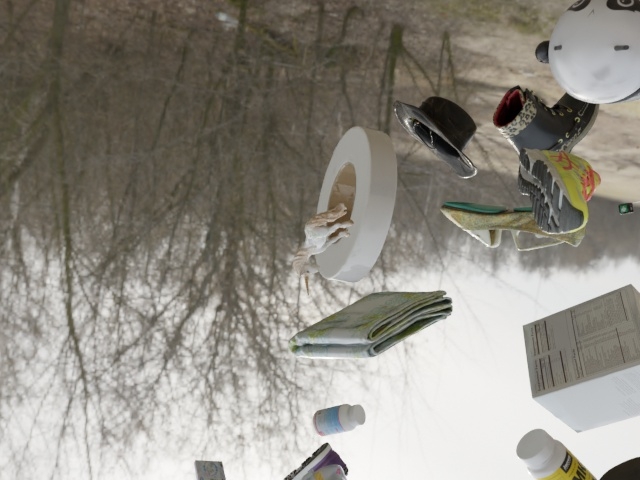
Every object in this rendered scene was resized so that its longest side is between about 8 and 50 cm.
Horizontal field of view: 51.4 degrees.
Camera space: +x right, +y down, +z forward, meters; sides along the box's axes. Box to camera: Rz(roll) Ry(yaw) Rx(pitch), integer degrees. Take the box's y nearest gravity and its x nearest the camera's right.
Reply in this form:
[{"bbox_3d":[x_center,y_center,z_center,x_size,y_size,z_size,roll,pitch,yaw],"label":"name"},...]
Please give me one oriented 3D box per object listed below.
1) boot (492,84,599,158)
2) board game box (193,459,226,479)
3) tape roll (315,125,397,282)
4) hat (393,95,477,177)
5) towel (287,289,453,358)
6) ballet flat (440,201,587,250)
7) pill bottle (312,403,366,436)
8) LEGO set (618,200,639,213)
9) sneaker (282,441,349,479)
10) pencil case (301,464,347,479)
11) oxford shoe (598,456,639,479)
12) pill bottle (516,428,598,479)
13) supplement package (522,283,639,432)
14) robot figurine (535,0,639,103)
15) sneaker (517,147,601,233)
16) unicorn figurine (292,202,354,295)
[{"bbox_3d":[0.443,-0.253,1.295,0.179,0.236,0.085,39,171,-36],"label":"boot"},{"bbox_3d":[-0.336,0.713,2.029,0.090,0.020,0.090,14,-152,-28],"label":"board game box"},{"bbox_3d":[0.079,-0.089,1.654,0.072,0.391,0.392,11,-175,-16],"label":"tape roll"},{"bbox_3d":[0.378,-0.343,2.014,0.331,0.134,0.331,43,178,2],"label":"hat"},{"bbox_3d":[0.129,0.220,1.785,0.321,0.090,0.375,-20,-177,-34],"label":"towel"},{"bbox_3d":[0.447,-0.034,1.575,0.349,0.123,0.123,3,-179,32],"label":"ballet flat"},{"bbox_3d":[0.061,0.568,2.113,0.160,0.087,0.087,-23,167,32],"label":"pill bottle"},{"bbox_3d":[0.739,-0.073,1.337,0.245,0.060,0.182,-8,178,-10],"label":"LEGO set"},{"bbox_3d":[-0.038,0.719,1.922,0.124,0.283,0.107,47,-161,5],"label":"sneaker"},{"bbox_3d":[0.047,0.598,1.349,0.124,0.113,0.273,19,-147,-50],"label":"pencil case"},{"bbox_3d":[0.559,0.482,1.269,0.076,0.212,0.076,48,-159,24],"label":"oxford shoe"},{"bbox_3d":[0.612,0.593,1.722,0.208,0.119,0.119,45,179,-11],"label":"pill bottle"},{"bbox_3d":[0.619,0.264,1.456,0.263,0.198,0.199,-30,126,34],"label":"supplement package"},{"bbox_3d":[0.479,-0.307,1.051,0.278,0.173,0.209,-15,157,-42],"label":"robot figurine"},{"bbox_3d":[0.319,-0.073,0.856,0.094,0.081,0.208,1,-152,4],"label":"sneaker"},{"bbox_3d":[0.000,0.000,1.120,0.111,0.161,0.060,-30,-129,-18],"label":"unicorn figurine"}]
